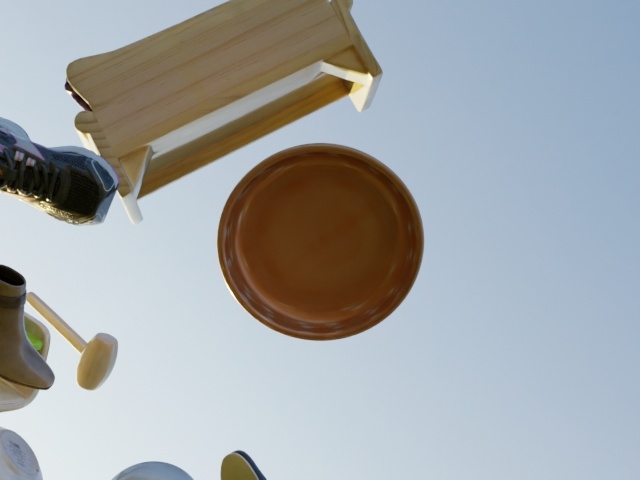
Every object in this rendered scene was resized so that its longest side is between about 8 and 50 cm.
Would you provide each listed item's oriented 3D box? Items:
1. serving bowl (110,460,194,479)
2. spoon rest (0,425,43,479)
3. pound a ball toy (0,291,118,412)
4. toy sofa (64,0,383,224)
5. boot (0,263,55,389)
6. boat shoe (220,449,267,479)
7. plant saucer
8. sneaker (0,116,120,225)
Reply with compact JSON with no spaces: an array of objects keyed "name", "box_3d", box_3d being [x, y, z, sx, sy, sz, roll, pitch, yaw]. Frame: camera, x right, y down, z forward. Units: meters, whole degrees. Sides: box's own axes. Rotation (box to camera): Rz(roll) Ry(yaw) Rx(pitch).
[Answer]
[{"name":"serving bowl","box_3d":[-0.131,0.216,0.845,0.083,0.027,0.083,-2,-81,-11]},{"name":"spoon rest","box_3d":[-0.426,0.251,1.281,0.084,0.137,0.276,-36,-41,4]},{"name":"pound a ball toy","box_3d":[-0.450,0.138,1.436,0.319,0.208,0.135,24,-77,35]},{"name":"toy sofa","box_3d":[-0.120,-0.183,1.336,0.177,0.363,0.150,61,-9,8]},{"name":"boot","box_3d":[-0.264,0.066,0.912,0.118,0.042,0.087,30,-59,-1]},{"name":"boat shoe","box_3d":[-0.068,0.281,1.171,0.049,0.042,0.133,-18,-76,29]},{"name":"plant saucer","box_3d":[0.000,0.000,1.058,0.200,0.037,0.200,0,-73,-1]},{"name":"sneaker","box_3d":[-0.265,-0.059,0.960,0.178,0.077,0.072,19,-78,22]}]
